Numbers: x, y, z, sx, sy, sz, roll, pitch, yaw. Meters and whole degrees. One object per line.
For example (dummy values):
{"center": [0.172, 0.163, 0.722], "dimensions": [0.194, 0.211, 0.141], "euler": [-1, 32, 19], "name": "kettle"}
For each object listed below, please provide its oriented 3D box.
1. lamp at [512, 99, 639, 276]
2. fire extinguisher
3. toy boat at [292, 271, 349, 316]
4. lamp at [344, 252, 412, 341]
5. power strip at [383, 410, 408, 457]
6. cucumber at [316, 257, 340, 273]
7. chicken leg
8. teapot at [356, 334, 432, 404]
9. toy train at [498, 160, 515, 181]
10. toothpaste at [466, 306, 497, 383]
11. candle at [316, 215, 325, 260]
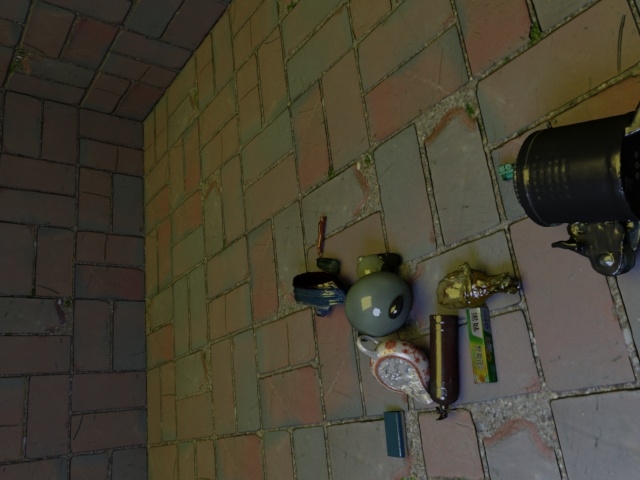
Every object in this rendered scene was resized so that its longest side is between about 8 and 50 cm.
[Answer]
{"center": [0.517, -0.141, 1.062], "dimensions": [0.272, 0.205, 0.374], "euler": [27, 117, 48], "name": "lamp"}
{"center": [0.308, 0.323, 1.384], "dimensions": [0.089, 0.072, 0.268], "euler": [144, 128, -77], "name": "fire extinguisher"}
{"center": [0.005, 0.182, 1.777], "dimensions": [0.309, 0.129, 0.143], "euler": [0, 118, 57], "name": "toy boat"}
{"center": [0.159, 0.153, 1.533], "dimensions": [0.198, 0.197, 0.244], "euler": [-49, 25, 37], "name": "lamp"}
{"center": [0.207, 0.533, 1.508], "dimensions": [0.056, 0.032, 0.123], "euler": [-21, 68, 50], "name": "power strip"}
{"center": [0.020, 0.079, 1.822], "dimensions": [0.105, 0.048, 0.048], "euler": [12, 93, 53], "name": "cucumber"}
{"center": [0.373, 0.106, 1.318], "dimensions": [0.227, 0.088, 0.103], "euler": [-27, 47, 49], "name": "chicken leg"}
{"center": [0.201, 0.326, 1.451], "dimensions": [0.116, 0.245, 0.159], "euler": [-60, -2, -45], "name": "teapot"}
{"center": [0.462, -0.168, 1.295], "dimensions": [0.092, 0.029, 0.045], "euler": [-18, 86, 55], "name": "toy train"}
{"center": [0.386, 0.252, 1.315], "dimensions": [0.043, 0.037, 0.179], "euler": [-21, 68, 51], "name": "toothpaste"}
{"center": [-0.001, 0.000, 1.885], "dimensions": [0.021, 0.026, 0.168], "euler": [4, 87, 57], "name": "candle"}
